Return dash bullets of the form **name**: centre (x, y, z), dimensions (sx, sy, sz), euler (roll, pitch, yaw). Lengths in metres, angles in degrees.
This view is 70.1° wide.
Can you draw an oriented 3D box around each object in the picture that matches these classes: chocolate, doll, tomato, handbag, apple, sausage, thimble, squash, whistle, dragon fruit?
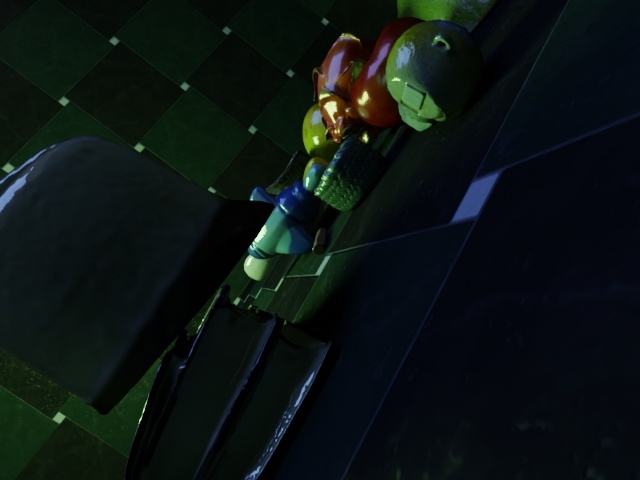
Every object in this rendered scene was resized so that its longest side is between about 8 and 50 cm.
- **chocolate**: centre (-0.275, 0.009, 0.590), dimensions (0.326, 0.297, 0.314), euler (-52, 12, -28)
- **doll**: centre (-0.085, -0.067, 1.179), dimensions (0.365, 0.187, 0.376), euler (136, 150, -84)
- **tomato**: centre (0.143, -0.294, 0.819), dimensions (0.195, 0.136, 0.195), euler (-59, 6, 10)
- **handbag**: centre (-0.137, 0.190, 0.615), dimensions (0.236, 0.160, 0.358), euler (-64, 9, -11)
- **apple**: centre (0.044, -0.302, 1.288), dimensions (0.196, 0.196, 0.196), euler (-57, 8, 12)
- **sausage**: centre (0.000, 0.000, 0.985), dimensions (0.026, 0.026, 0.116), euler (-56, 8, 19)
- **thimble**: centre (0.058, -0.129, 0.888), dimensions (0.135, 0.090, 0.118), euler (-52, 7, 52)
- **squash**: centre (0.277, -0.426, 0.893), dimensions (0.111, 0.203, 0.289), euler (-57, 43, 6)
- **whistle**: centre (0.149, -0.213, 0.613), dimensions (0.123, 0.123, 0.223), euler (-59, -8, -5)
- **dragon fruit**: centre (0.091, -0.328, 1.009), dimensions (0.224, 0.224, 0.227), euler (-88, -1, -75)

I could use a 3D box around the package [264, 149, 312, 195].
- **package**: centre (-0.083, -0.181, 1.293), dimensions (0.154, 0.030, 0.239), euler (-50, -7, 9)
